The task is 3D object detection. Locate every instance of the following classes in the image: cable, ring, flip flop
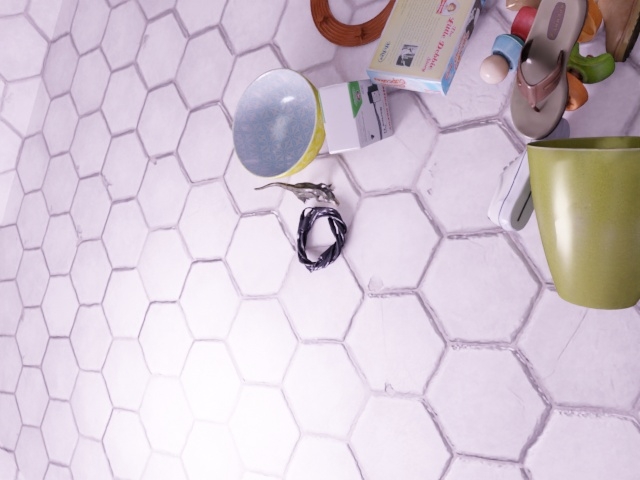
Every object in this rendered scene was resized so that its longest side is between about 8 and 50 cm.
[{"bbox_3d":[0.000,0.000,1.395,0.150,0.047,0.185,11,91,28],"label":"cable"},{"bbox_3d":[0.105,-0.688,1.363,0.336,0.032,0.337,-2,87,33],"label":"ring"},{"bbox_3d":[0.406,-0.319,0.937,0.112,0.080,0.277,33,135,35],"label":"flip flop"}]

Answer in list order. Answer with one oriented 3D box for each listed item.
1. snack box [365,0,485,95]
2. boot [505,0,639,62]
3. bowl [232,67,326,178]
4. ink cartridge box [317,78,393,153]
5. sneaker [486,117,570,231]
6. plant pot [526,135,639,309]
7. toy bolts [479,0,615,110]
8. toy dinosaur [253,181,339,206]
[{"bbox_3d":[0.250,-0.494,1.154,0.187,0.060,0.322,20,82,29],"label":"snack box"},{"bbox_3d":[0.518,-0.486,1.050,0.269,0.089,0.236,17,85,32],"label":"boot"},{"bbox_3d":[-0.085,-0.302,1.394,0.289,0.156,0.290,-2,87,33],"label":"bowl"},{"bbox_3d":[0.091,-0.304,1.228,0.086,0.208,0.153,-3,107,31],"label":"ink cartridge box"},{"bbox_3d":[0.431,-0.148,1.085,0.258,0.094,0.091,-61,33,3],"label":"sneaker"},{"bbox_3d":[0.521,-0.034,0.942,0.274,0.274,0.294,6,107,34],"label":"plant pot"},{"bbox_3d":[0.428,-0.367,1.019,0.158,0.218,0.228,-47,51,2],"label":"toy bolts"},{"bbox_3d":[-0.041,-0.131,1.379,0.268,0.118,0.064,9,93,34],"label":"toy dinosaur"}]
